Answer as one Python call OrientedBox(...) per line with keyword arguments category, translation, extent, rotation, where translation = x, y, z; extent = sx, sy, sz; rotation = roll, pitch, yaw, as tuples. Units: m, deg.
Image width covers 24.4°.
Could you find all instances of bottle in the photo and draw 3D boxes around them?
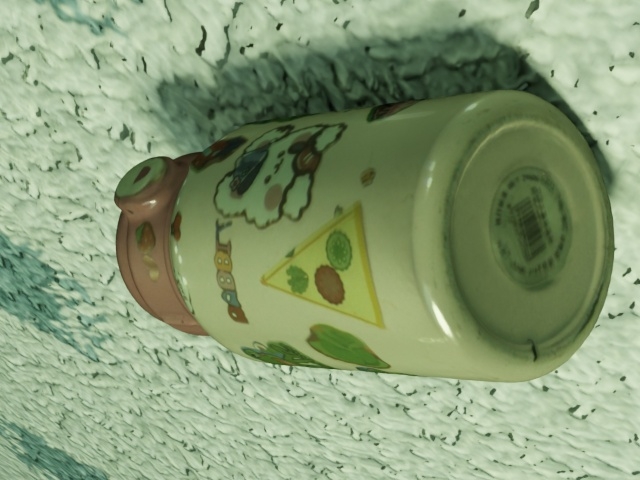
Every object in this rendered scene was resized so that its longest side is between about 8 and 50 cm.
OrientedBox(category="bottle", translation=(0.000, 0.000, 0.670), extent=(0.253, 0.120, 0.120), rotation=(-1, 140, 48))
